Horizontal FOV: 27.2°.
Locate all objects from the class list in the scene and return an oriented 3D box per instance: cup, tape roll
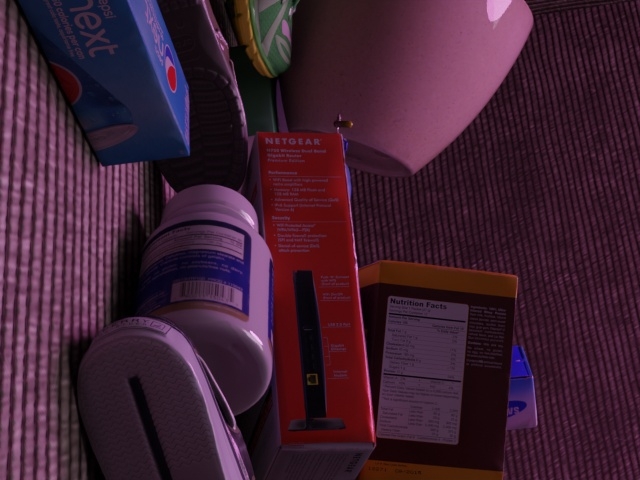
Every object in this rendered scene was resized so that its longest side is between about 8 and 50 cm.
[{"bbox_3d":[0.076,-0.218,1.682,0.331,0.331,0.237,61,48,-77],"label":"cup"},{"bbox_3d":[-0.073,-0.097,1.734,0.321,0.077,0.321,-8,90,-86],"label":"tape roll"}]

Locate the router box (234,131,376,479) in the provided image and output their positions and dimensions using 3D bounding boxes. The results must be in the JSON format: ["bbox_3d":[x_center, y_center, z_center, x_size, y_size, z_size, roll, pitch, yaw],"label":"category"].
[{"bbox_3d":[-0.035,0.110,1.257,0.335,0.082,0.301,110,-22,-60],"label":"router box"}]

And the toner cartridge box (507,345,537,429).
[{"bbox_3d":[0.113,0.215,1.811,0.165,0.348,0.075,-71,154,-78],"label":"toner cartridge box"}]

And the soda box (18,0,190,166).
[{"bbox_3d":[-0.148,-0.138,0.930,0.210,0.071,0.067,75,10,-58],"label":"soda box"}]

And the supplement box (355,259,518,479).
[{"bbox_3d":[0.087,0.127,1.238,0.191,0.129,0.194,150,-54,-78],"label":"supplement box"}]

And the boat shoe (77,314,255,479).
[{"bbox_3d":[-0.077,0.206,0.920,0.119,0.121,0.335,-49,129,-78],"label":"boat shoe"}]

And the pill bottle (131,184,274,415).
[{"bbox_3d":[-0.093,0.043,1.060,0.186,0.112,0.112,-91,172,-52],"label":"pill bottle"}]

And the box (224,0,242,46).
[{"bbox_3d":[0.002,-0.438,1.969,0.177,0.279,0.289,73,11,-62],"label":"box"}]

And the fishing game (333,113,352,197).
[{"bbox_3d":[0.000,0.000,1.394,0.189,0.041,0.264,-108,-154,-80],"label":"fishing game"}]

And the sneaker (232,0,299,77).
[{"bbox_3d":[-0.042,-0.319,1.517,0.109,0.124,0.295,-99,-171,-57],"label":"sneaker"}]

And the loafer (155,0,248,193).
[{"bbox_3d":[-0.116,-0.158,1.212,0.087,0.094,0.251,-69,151,-72],"label":"loafer"}]

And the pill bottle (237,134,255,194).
[{"bbox_3d":[-0.054,-0.001,1.524,0.124,0.124,0.221,-92,172,-52],"label":"pill bottle"}]
